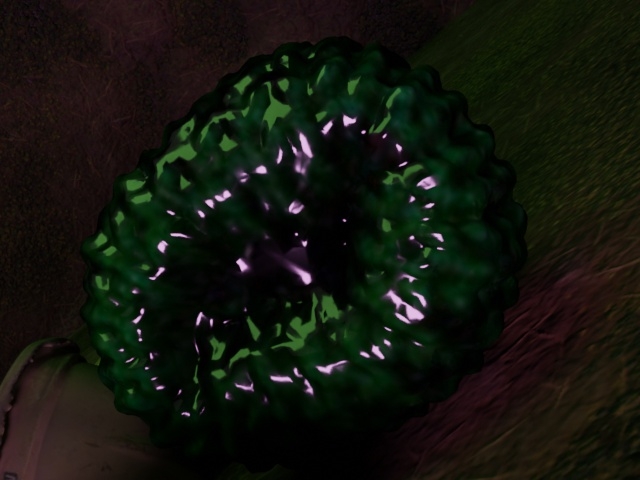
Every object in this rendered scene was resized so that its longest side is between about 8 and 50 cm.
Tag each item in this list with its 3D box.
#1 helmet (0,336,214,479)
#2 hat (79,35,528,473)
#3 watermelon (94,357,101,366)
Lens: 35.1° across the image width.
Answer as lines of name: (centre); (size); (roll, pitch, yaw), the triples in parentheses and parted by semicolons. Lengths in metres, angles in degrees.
helmet: (-0.141, 0.176, 0.689); (0.257, 0.137, 0.204); (113, 165, -79)
hat: (0.000, 0.000, 0.692); (0.274, 0.242, 0.332); (-25, 0, 11)
watermelon: (-0.102, 0.097, 0.876); (0.204, 0.127, 0.232); (-33, 10, 35)
